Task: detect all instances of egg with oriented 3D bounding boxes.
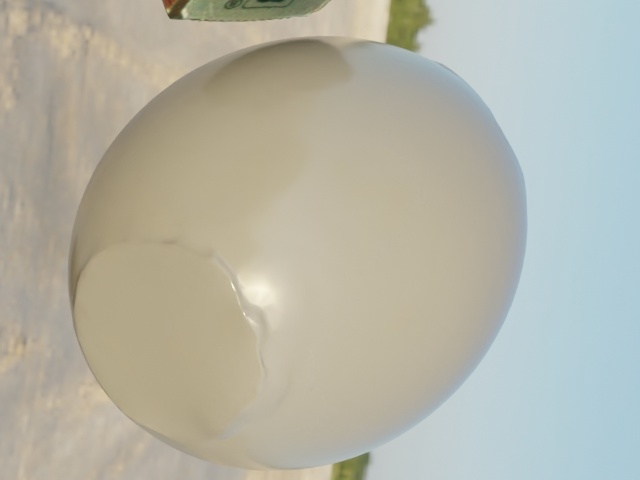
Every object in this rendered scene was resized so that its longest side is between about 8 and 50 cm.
[{"bbox_3d":[0.000,0.000,0.568,0.232,0.176,0.176,-26,131,-48],"label":"egg"}]

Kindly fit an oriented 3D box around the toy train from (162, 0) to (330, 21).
[{"bbox_3d":[-0.091,-0.285,0.581,0.089,0.086,0.409,-40,-112,46],"label":"toy train"}]
